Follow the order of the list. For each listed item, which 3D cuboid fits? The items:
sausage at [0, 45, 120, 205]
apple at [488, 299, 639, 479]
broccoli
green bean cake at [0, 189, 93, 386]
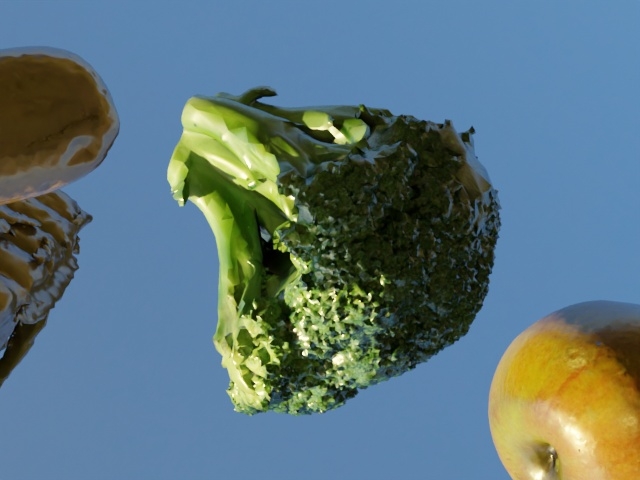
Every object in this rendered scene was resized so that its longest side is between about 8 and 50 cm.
[{"bbox_3d":[-0.204,-0.014,0.463,0.301,0.066,0.066,-19,-106,-37],"label":"sausage"},{"bbox_3d":[0.210,0.123,0.987,0.155,0.182,0.182,-27,-102,-25],"label":"apple"},{"bbox_3d":[0.000,0.000,0.995,0.245,0.294,0.265,38,-106,15],"label":"broccoli"},{"bbox_3d":[-0.227,0.058,0.686,0.131,0.224,0.229,34,-77,-5],"label":"green bean cake"}]
